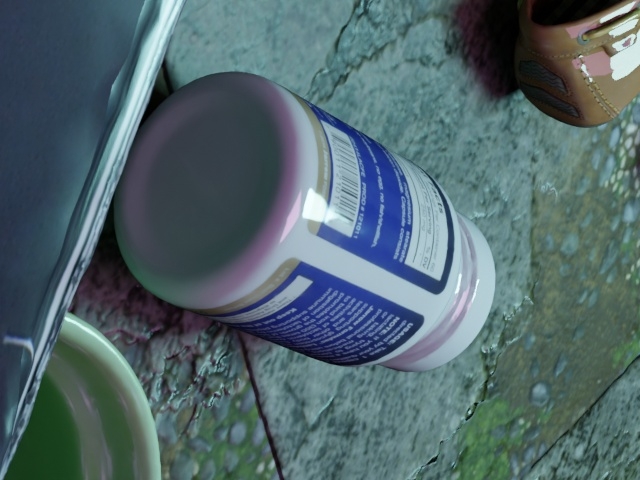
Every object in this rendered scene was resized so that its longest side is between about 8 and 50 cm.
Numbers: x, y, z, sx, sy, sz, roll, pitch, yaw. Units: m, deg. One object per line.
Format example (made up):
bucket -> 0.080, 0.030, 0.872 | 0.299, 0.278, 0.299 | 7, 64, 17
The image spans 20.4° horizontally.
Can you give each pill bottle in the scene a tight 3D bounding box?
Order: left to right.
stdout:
pill bottle -> 0.000, 0.000, 1.185 | 0.265, 0.153, 0.153 | 27, 85, -51

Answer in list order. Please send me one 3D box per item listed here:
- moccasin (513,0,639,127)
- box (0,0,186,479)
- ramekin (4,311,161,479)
moccasin -> 0.283, -0.264, 1.431 | 0.380, 0.139, 0.147 | -43, 144, -17
box -> -0.253, -0.237, 0.526 | 0.297, 0.480, 0.471 | 18, 91, -50
ramekin -> -0.246, 0.157, 0.968 | 0.303, 0.148, 0.303 | -23, 122, -43
